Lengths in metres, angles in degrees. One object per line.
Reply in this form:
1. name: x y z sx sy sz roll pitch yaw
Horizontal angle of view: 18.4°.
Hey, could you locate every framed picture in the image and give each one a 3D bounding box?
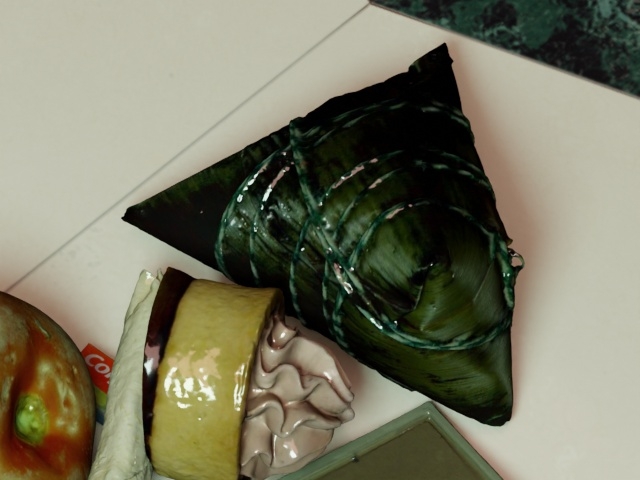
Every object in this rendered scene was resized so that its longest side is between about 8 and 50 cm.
1. framed picture: 0.045 0.287 1.767 0.324 0.020 0.240 -25 54 -29

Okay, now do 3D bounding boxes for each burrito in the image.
1. burrito: -0.169 0.150 1.823 0.059 0.082 0.275 -4 48 19

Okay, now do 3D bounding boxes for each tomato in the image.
1. tomato: -0.337 0.175 1.785 0.223 0.270 0.270 -12 68 23

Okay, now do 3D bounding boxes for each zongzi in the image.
1. zongzi: 0.000 0.000 1.872 0.362 0.319 0.383 -20 51 3

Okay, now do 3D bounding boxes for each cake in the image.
1. cake: -0.058 0.127 1.780 0.178 0.185 0.207 1 104 10

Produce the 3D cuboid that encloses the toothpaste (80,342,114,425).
1. toothpaste: -0.155 0.168 1.896 0.193 0.044 0.070 34 66 14
